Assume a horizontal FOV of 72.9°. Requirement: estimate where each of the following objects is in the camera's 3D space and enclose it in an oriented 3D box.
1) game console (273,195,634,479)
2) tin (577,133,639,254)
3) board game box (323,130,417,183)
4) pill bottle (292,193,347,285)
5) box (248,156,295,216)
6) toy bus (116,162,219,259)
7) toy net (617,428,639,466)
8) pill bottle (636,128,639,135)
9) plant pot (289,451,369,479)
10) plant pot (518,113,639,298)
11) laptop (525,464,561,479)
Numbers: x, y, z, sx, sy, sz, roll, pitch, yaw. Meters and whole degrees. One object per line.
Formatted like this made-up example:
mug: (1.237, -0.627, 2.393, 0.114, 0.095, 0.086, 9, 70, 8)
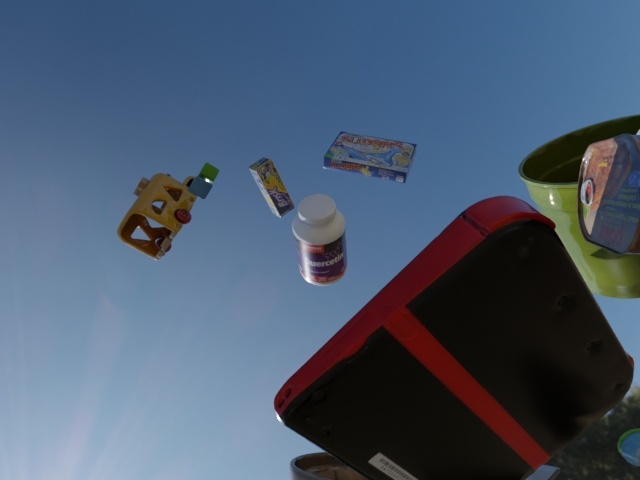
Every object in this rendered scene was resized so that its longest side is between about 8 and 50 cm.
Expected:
game console: (0.186, 0.171, 0.518, 0.342, 0.060, 0.386, -42, -62, 6)
tin: (0.289, -0.044, 0.416, 0.190, 0.040, 0.106, -25, -61, -71)
board game box: (0.124, -0.207, 1.064, 0.136, 0.201, 0.035, -63, -20, -45)
pill bottle: (0.000, 0.000, 1.520, 0.182, 0.181, 0.322, -32, -39, -22)
box: (-0.140, -0.154, 1.263, 0.059, 0.054, 0.168, -37, -56, -17)
toy bus: (-0.284, -0.069, 0.785, 0.104, 0.202, 0.190, 32, -100, -20)
toy net: (0.664, 0.408, 0.774, 0.232, 0.045, 0.122, 37, -80, 0)
pill bottle: (0.518, -0.108, 0.588, 0.094, 0.169, 0.094, 1, -54, 1)
plant pot: (0.064, 0.423, 0.700, 0.237, 0.237, 0.109, 16, -108, -38)
plant pot: (0.712, -0.064, 1.038, 0.367, 0.366, 0.352, -33, -69, -21)
laptop: (0.298, 0.445, 1.042, 0.382, 0.408, 0.236, 13, -108, -49)
